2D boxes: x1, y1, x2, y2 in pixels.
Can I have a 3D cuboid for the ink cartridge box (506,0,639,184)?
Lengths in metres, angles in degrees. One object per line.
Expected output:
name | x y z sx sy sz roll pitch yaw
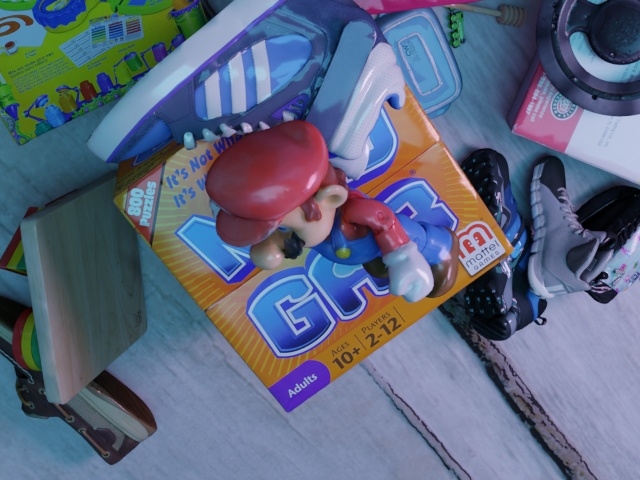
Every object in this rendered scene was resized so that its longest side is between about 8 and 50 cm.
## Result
ink cartridge box | 0.502 -0.217 1.472 0.384 0.160 0.279 23 102 2

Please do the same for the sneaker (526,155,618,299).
sneaker | 0.390 -0.025 1.544 0.086 0.132 0.229 18 71 -45

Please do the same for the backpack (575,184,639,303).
backpack | 0.466 0.002 1.610 0.182 0.152 0.115 -47 125 4

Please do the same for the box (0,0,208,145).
box | -0.324 -0.324 1.270 0.290 0.177 0.279 -27 137 -8

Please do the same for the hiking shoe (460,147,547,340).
hiking shoe | 0.284 0.000 1.604 0.132 0.113 0.304 -16 105 -37

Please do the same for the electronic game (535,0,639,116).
electronic game | 0.405 -0.281 1.364 0.229 0.048 0.229 2 98 15

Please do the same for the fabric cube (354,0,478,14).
fabric cube | 0.131 -0.446 1.340 0.258 0.254 0.259 -8 109 -5

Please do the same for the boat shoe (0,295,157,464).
boat shoe | -0.407 0.220 1.534 0.123 0.123 0.342 -44 115 5

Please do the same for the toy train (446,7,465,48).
toy train | 0.202 -0.328 1.514 0.023 0.017 0.083 -15 110 -16

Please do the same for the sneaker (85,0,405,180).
sneaker | -0.060 -0.128 1.096 0.323 0.130 0.236 -41 103 -2

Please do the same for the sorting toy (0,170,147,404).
sorting toy | -0.352 0.056 1.427 0.089 0.255 0.257 3 109 17

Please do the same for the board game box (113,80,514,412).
board game box | -0.024 -0.067 1.377 0.356 0.356 0.356 -36 109 3

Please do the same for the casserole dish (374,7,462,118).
casserole dish | 0.144 -0.265 1.512 0.114 0.037 0.188 -26 109 2

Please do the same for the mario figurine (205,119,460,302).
mario figurine | 0.000 0.000 1.076 0.198 0.170 0.320 -26 147 35

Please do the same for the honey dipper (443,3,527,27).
honey dipper | 0.228 -0.342 1.496 0.160 0.030 0.030 7 106 -19
